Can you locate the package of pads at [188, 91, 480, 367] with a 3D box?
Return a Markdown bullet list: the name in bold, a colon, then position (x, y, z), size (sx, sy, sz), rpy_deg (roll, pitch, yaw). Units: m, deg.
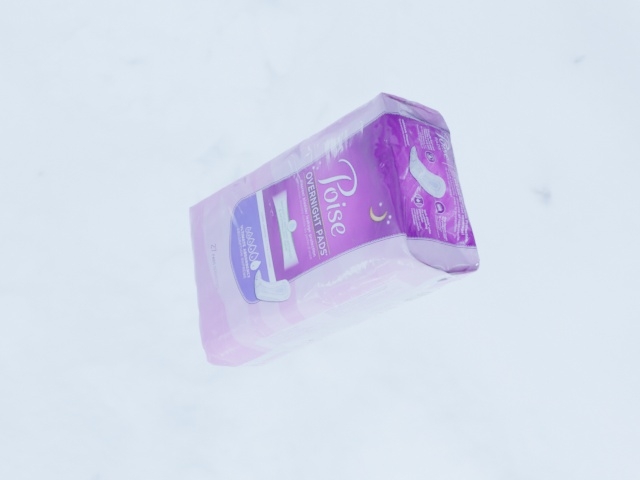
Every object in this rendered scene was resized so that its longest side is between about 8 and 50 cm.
- **package of pads**: position (0.000, 0.000, 0.344), size (0.032, 0.083, 0.050), rpy_deg (12, 60, -46)
